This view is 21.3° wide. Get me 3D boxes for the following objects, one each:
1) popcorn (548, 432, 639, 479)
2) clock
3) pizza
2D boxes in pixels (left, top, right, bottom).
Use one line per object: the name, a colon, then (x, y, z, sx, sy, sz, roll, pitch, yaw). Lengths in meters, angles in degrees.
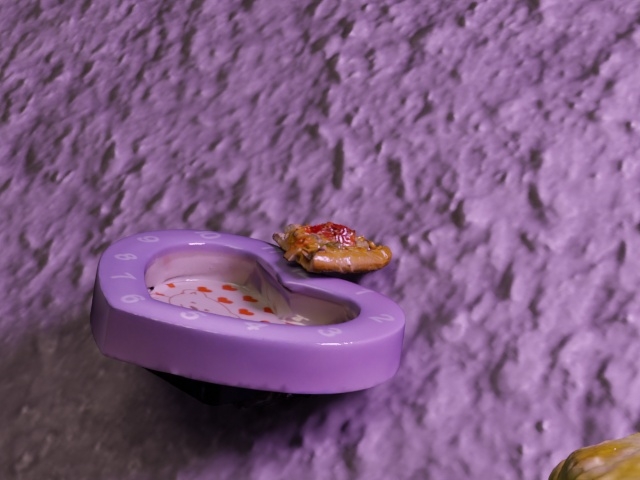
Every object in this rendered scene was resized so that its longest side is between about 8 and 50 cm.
popcorn: (0.128, 0.166, 0.722, 0.212, 0.198, 0.198, -1, 42, 30)
clock: (-0.058, 0.053, 0.997, 0.172, 0.064, 0.198, -10, 24, -44)
pizza: (0.000, -0.001, 1.053, 0.078, 0.025, 0.083, 21, 16, 31)
